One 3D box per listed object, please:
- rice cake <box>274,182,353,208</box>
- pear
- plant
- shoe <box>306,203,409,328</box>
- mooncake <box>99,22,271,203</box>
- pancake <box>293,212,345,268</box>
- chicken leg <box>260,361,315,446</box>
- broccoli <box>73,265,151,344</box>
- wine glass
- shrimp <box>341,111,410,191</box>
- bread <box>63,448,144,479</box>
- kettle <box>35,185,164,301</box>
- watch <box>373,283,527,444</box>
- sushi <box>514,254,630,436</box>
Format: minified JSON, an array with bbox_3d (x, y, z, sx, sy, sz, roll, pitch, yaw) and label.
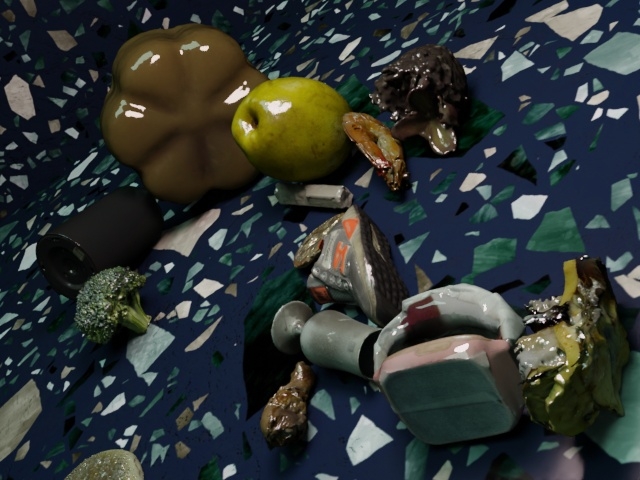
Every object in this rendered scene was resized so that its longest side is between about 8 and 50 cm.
[{"bbox_3d":[-0.019,-0.104,1.900,0.256,0.057,0.052,7,52,51],"label":"rice cake"},{"bbox_3d":[-0.053,-0.254,1.919,0.253,0.307,0.253,-9,77,40],"label":"pear"},{"bbox_3d":[0.220,-0.316,1.803,0.178,0.204,0.234,-19,29,37],"label":"plant"},{"bbox_3d":[0.049,0.070,1.534,0.171,0.132,0.336,-36,28,14],"label":"shoe"},{"bbox_3d":[-0.345,-0.336,2.175,0.467,0.467,0.262,-40,25,-1],"label":"mooncake"},{"bbox_3d":[0.000,0.000,1.741,0.158,0.028,0.158,-44,12,11],"label":"pancake"},{"bbox_3d":[-0.049,0.279,1.406,0.069,0.085,0.198,-50,7,31],"label":"chicken leg"},{"bbox_3d":[-0.489,0.155,1.953,0.226,0.176,0.198,25,85,48],"label":"broccoli"},{"bbox_3d":[0.021,0.175,1.438,0.231,0.103,0.103,12,57,50],"label":"wine glass"},{"bbox_3d":[0.126,-0.195,1.791,0.062,0.154,0.294,-58,30,25],"label":"shrimp"},{"bbox_3d":[-0.444,0.508,1.559,0.267,0.040,0.267,-27,32,19],"label":"bread"},{"bbox_3d":[-0.571,0.022,2.192,0.203,0.262,0.308,18,37,19],"label":"kettle"},{"bbox_3d":[0.198,0.167,1.235,0.253,0.162,0.241,-17,24,31],"label":"watch"},{"bbox_3d":[0.341,0.147,1.106,0.131,0.139,0.291,-12,26,29],"label":"sushi"}]
